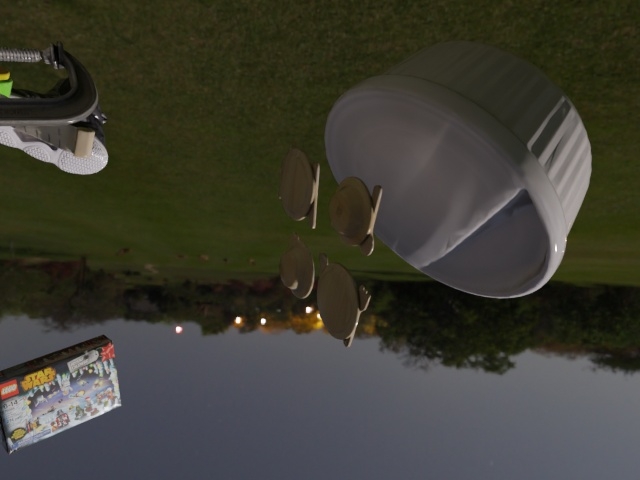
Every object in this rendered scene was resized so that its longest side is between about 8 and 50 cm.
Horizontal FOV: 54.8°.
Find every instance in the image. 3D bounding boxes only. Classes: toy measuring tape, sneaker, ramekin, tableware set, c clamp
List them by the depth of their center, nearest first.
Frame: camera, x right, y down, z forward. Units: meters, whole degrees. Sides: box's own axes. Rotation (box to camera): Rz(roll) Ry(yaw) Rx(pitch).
[{"bbox_3d":[-0.256,-0.134,0.472,0.160,0.137,0.022,-1,138,-23],"label":"c clamp"},{"bbox_3d":[0.000,0.000,0.535,0.020,0.141,0.168,-4,-159,-30],"label":"tableware set"},{"bbox_3d":[0.146,-0.077,0.640,0.273,0.127,0.273,36,156,19],"label":"ramekin"},{"bbox_3d":[-0.426,-0.189,0.830,0.330,0.121,0.121,22,180,8],"label":"toy measuring tape"},{"bbox_3d":[-0.482,-0.230,1.053,0.101,0.153,0.268,-26,142,30],"label":"sneaker"}]

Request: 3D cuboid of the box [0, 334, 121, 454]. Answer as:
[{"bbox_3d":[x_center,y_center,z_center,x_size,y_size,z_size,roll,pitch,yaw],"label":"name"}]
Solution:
[{"bbox_3d":[-0.308,0.178,0.728,0.137,0.094,0.027,-19,-154,-40],"label":"box"}]
